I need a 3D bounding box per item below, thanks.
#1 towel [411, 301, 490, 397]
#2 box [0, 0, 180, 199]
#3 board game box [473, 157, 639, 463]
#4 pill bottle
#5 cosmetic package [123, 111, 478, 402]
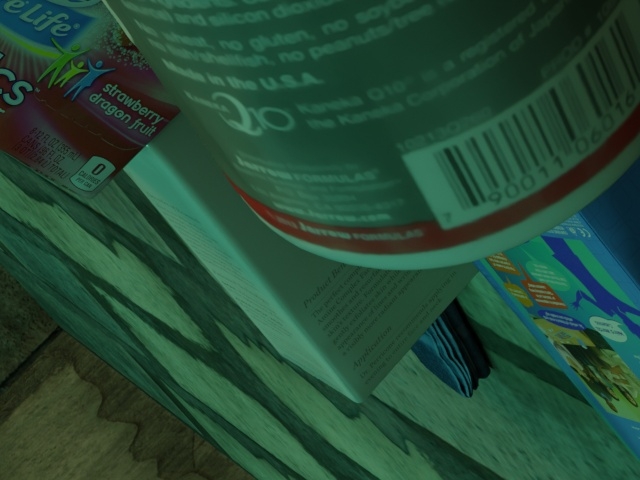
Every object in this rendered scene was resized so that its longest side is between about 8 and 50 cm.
[{"bbox_3d":[0.069,0.054,1.165,0.067,0.029,0.119,34,165,39],"label":"towel"},{"bbox_3d":[-0.163,-0.145,0.782,0.257,0.128,0.123,33,-159,-43],"label":"box"},{"bbox_3d":[0.148,0.037,0.807,0.210,0.047,0.160,50,166,-18],"label":"board game box"},{"bbox_3d":[-0.010,-0.132,0.473,0.161,0.161,0.283,32,163,42],"label":"pill bottle"},{"bbox_3d":[-0.017,-0.028,0.954,0.085,0.117,0.231,26,158,50],"label":"cosmetic package"}]
